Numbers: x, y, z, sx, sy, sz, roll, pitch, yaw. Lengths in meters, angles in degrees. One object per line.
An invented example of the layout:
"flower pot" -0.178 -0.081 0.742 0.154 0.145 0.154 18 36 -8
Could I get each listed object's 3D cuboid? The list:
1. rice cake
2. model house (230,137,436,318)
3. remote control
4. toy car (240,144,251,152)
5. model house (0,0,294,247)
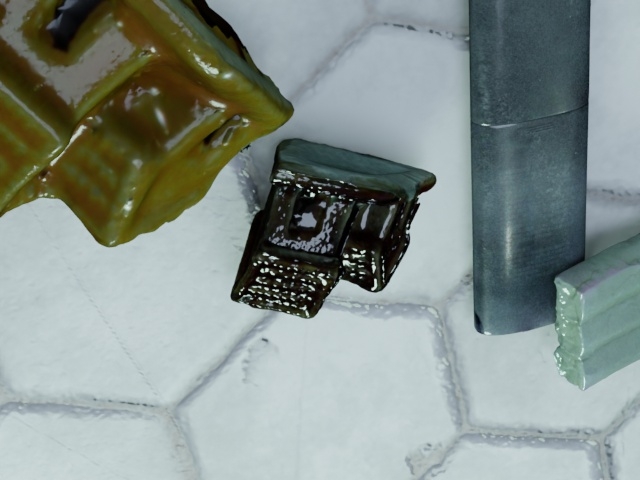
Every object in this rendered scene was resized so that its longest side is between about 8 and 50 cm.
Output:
"rice cake" 0.316 0.040 1.544 0.237 0.043 0.127 -20 125 -21
"model house" 0.007 0.001 1.394 0.165 0.106 0.152 12 111 -20
"remote control" 0.176 -0.092 1.439 0.107 0.044 0.377 -16 122 -18
"toy car" -0.107 -0.080 1.353 0.122 0.035 0.059 -31 121 7
"model house" -0.178 -0.099 1.228 0.239 0.173 0.268 -43 111 5
